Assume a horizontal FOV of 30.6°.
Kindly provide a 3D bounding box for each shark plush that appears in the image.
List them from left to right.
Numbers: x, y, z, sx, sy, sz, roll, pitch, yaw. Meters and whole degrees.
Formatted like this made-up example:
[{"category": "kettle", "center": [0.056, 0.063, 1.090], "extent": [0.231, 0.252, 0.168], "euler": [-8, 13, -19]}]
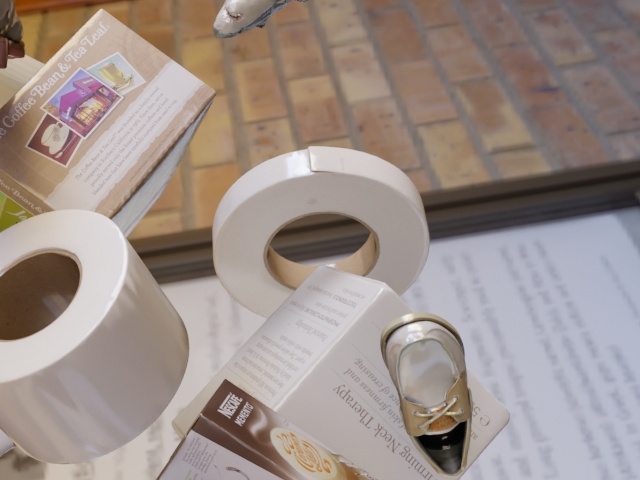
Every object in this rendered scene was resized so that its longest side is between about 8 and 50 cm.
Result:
[{"category": "shark plush", "center": [-0.055, -0.228, 1.092], "extent": [0.161, 0.073, 0.067], "euler": [-61, -5, -67]}]

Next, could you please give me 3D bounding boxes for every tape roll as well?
[{"category": "tape roll", "center": [-0.293, 0.108, 1.336], "extent": [0.246, 0.246, 0.169], "euler": [-102, -12, -45]}, {"category": "tape roll", "center": [0.000, 0.000, 2.083], "extent": [0.072, 0.392, 0.392], "euler": [-96, 0, -46]}]

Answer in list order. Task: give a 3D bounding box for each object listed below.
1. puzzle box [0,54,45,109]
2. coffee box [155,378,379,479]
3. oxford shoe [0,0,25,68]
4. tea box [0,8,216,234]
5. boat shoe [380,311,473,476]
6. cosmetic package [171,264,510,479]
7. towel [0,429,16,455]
[{"category": "puzzle box", "center": [-0.562, -0.261, 2.140], "extent": [0.052, 0.272, 0.409], "euler": [-69, 16, -14]}, {"category": "coffee box", "center": [-0.043, 0.277, 1.308], "extent": [0.098, 0.246, 0.141], "euler": [-57, 0, 11]}, {"category": "oxford shoe", "center": [-0.416, -0.292, 1.396], "extent": [0.397, 0.140, 0.146], "euler": [-142, 58, -67]}, {"category": "tea box", "center": [-0.366, -0.101, 1.738], "extent": [0.329, 0.220, 0.323], "euler": [-56, 3, -35]}, {"category": "boat shoe", "center": [0.159, 0.214, 1.593], "extent": [0.302, 0.113, 0.103], "euler": [65, -172, -48]}, {"category": "cosmetic package", "center": [0.026, 0.301, 1.948], "extent": [0.329, 0.393, 0.327], "euler": [45, 170, -17]}, {"category": "towel", "center": [-0.581, 0.252, 1.878], "extent": [0.329, 0.037, 0.237], "euler": [-31, -81, -49]}]
